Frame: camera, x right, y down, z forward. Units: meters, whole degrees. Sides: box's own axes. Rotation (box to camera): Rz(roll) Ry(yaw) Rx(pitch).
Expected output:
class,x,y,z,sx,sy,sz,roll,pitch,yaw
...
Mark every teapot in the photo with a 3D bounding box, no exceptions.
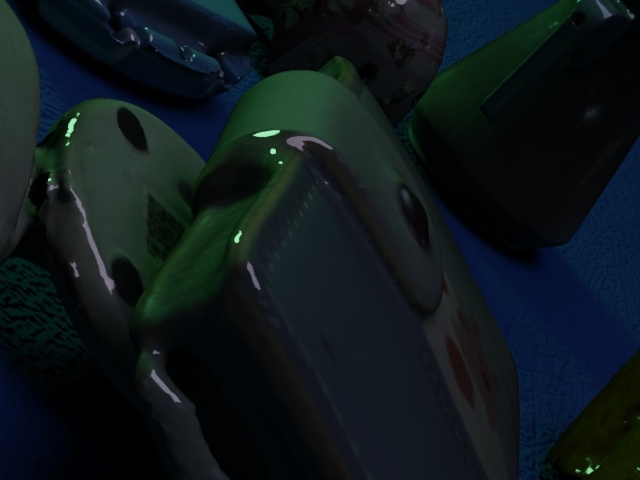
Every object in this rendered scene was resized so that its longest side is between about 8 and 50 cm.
class,x,y,z,sx,sy,sz,roll,pitch,yaw
teapot,0.185,-0.116,1.070,0.171,0.225,0.203,51,21,16

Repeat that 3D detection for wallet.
class,x,y,z,sx,sy,sz,roll,pitch,yaw
wallet,0.026,0.054,0.585,0.360,0.083,0.252,-70,138,-69

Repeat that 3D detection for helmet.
class,x,y,z,sx,sy,sz,roll,pitch,yaw
helmet,0.028,-0.167,1.001,0.153,0.107,0.176,14,53,-50

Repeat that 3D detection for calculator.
class,x,y,z,sx,sy,sz,roll,pitch,yaw
calculator,-0.143,-0.197,0.847,0.173,0.051,0.293,17,34,-50

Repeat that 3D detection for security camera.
class,x,y,z,sx,sy,sz,roll,pitch,yaw
security camera,-0.117,-0.017,0.533,0.301,0.080,0.157,43,26,-38

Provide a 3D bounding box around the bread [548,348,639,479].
class,x,y,z,sx,sy,sz,roll,pitch,yaw
bread,0.257,0.147,0.805,0.232,0.135,0.247,31,3,2

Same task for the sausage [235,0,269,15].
class,x,y,z,sx,sy,sz,roll,pitch,yaw
sausage,-0.105,-0.224,1.000,0.198,0.028,0.025,39,47,-16
